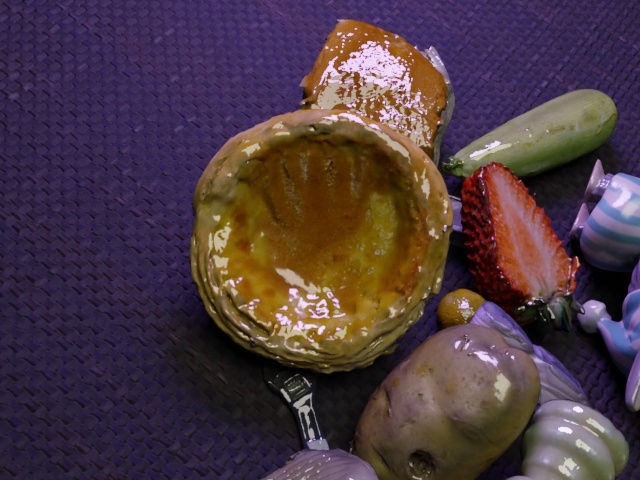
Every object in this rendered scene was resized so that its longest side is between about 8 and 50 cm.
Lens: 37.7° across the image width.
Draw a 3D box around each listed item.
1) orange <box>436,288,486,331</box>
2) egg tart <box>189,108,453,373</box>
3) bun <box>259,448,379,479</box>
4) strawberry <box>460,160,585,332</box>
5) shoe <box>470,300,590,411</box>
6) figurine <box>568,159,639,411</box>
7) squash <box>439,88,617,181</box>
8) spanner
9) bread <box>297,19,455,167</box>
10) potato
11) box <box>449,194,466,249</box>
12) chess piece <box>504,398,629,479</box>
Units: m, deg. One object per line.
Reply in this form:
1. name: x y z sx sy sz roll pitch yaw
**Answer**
1. orange: 0.218 0.116 1.430 0.085 0.085 0.095 -6 45 -17
2. egg tart: 0.000 0.000 1.357 0.387 0.169 0.388 0 92 0
3. bun: -0.016 0.391 1.115 0.281 0.281 0.205 -38 111 -30
4. strawberry: 0.298 0.023 1.473 0.188 0.106 0.286 -20 83 -42
5. shoe: 0.285 0.210 1.379 0.245 0.137 0.095 41 16 -16
6. figurine: 0.509 0.090 1.406 0.361 0.266 0.378 25 46 20
7. squash: 0.370 -0.167 1.630 0.370 0.118 0.118 -25 66 -24
8. spanner: -0.012 0.291 1.306 0.087 0.024 0.316 -7 61 -16
9. bread: 0.097 -0.213 1.526 0.250 0.225 0.279 18 65 6
10. potato: 0.161 0.237 1.266 0.296 0.141 0.192 -39 50 12
11. box: 0.234 -0.026 1.543 0.084 0.060 0.063 20 64 0
12. chess piece: 0.276 0.325 1.177 0.133 0.133 0.243 39 54 12
